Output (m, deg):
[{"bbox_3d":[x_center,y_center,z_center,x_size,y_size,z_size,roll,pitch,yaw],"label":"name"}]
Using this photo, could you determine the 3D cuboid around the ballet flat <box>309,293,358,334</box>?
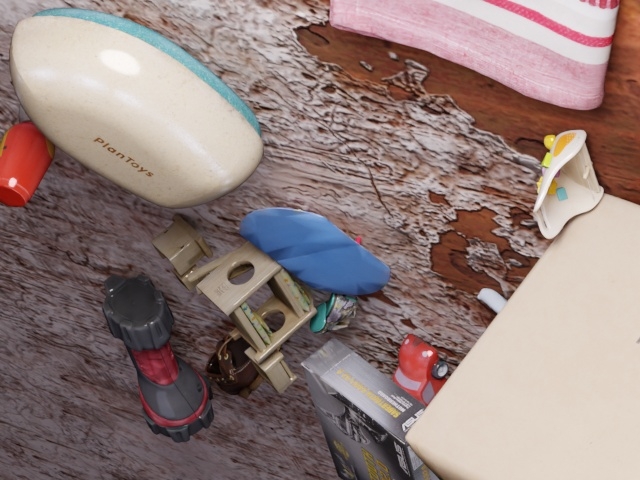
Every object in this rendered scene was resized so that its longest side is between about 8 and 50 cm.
[{"bbox_3d":[0.019,0.085,1.927,0.041,0.041,0.114,30,156,-4],"label":"ballet flat"}]

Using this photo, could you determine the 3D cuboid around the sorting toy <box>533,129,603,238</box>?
[{"bbox_3d":[0.204,-0.044,1.447,0.045,0.075,0.083,13,150,30],"label":"sorting toy"}]

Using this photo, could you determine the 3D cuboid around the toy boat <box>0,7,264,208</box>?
[{"bbox_3d":[-0.218,-0.131,1.661,0.267,0.148,0.318,37,147,-30],"label":"toy boat"}]

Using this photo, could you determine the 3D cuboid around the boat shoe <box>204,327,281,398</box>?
[{"bbox_3d":[-0.101,0.151,2.130,0.073,0.073,0.207,28,155,-5],"label":"boat shoe"}]

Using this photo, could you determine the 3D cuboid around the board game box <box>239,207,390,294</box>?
[{"bbox_3d":[0.000,0.000,1.793,0.169,0.033,0.133,37,149,-30],"label":"board game box"}]

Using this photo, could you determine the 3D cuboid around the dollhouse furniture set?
[{"bbox_3d":[-0.085,0.056,1.955,0.161,0.101,0.182,41,167,38],"label":"dollhouse furniture set"}]

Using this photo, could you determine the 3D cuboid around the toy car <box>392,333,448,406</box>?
[{"bbox_3d":[0.153,0.237,1.970,0.225,0.053,0.239,46,160,16],"label":"toy car"}]

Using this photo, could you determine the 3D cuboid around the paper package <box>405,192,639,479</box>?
[{"bbox_3d":[0.293,0.152,1.399,0.325,0.309,0.168,24,157,43],"label":"paper package"}]

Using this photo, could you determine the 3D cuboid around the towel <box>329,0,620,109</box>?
[{"bbox_3d":[0.110,-0.227,1.242,0.237,0.037,0.329,20,154,14],"label":"towel"}]

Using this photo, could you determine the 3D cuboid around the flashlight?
[{"bbox_3d":[-0.211,0.161,2.235,0.103,0.103,0.304,-3,148,4],"label":"flashlight"}]

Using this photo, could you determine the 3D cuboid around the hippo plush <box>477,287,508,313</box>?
[{"bbox_3d":[0.283,0.204,1.645,0.294,0.236,0.234,37,154,-18],"label":"hippo plush"}]

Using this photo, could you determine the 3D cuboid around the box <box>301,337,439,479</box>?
[{"bbox_3d":[0.076,0.244,1.986,0.183,0.056,0.231,34,153,37],"label":"box"}]
